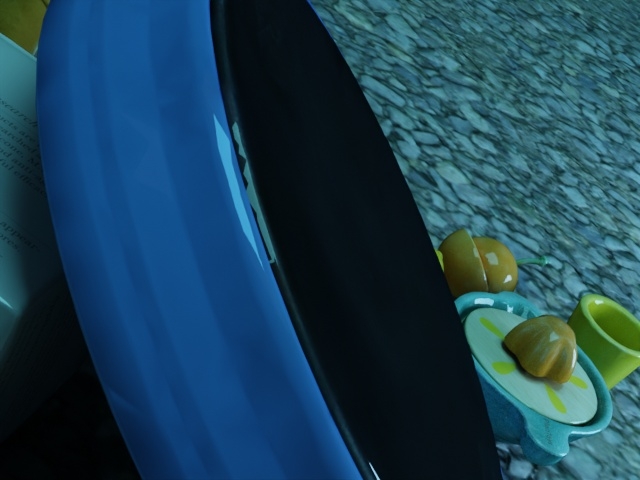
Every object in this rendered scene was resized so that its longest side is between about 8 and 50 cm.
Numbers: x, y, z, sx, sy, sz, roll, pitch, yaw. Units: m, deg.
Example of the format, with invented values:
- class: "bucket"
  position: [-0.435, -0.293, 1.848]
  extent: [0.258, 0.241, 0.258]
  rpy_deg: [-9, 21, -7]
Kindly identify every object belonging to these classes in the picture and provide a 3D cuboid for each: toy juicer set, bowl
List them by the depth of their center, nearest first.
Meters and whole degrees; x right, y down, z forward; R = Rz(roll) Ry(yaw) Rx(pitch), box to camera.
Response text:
- class: "bowl"
  position: [-0.001, 0.028, 0.659]
  extent: [0.391, 0.077, 0.391]
  rpy_deg: [-21, 90, -76]
- class: "toy juicer set"
  position: [0.114, 0.067, 0.928]
  extent: [0.209, 0.089, 0.329]
  rpy_deg: [40, 29, 10]

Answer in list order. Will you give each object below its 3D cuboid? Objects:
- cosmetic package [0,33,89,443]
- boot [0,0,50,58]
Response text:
- class: "cosmetic package"
  position: [-0.186, 0.008, 0.635]
  extent: [0.151, 0.151, 0.184]
  rpy_deg: [35, 27, 2]
- class: "boot"
  position: [-0.263, -0.146, 0.845]
  extent: [0.211, 0.104, 0.295]
  rpy_deg: [10, 40, -38]
